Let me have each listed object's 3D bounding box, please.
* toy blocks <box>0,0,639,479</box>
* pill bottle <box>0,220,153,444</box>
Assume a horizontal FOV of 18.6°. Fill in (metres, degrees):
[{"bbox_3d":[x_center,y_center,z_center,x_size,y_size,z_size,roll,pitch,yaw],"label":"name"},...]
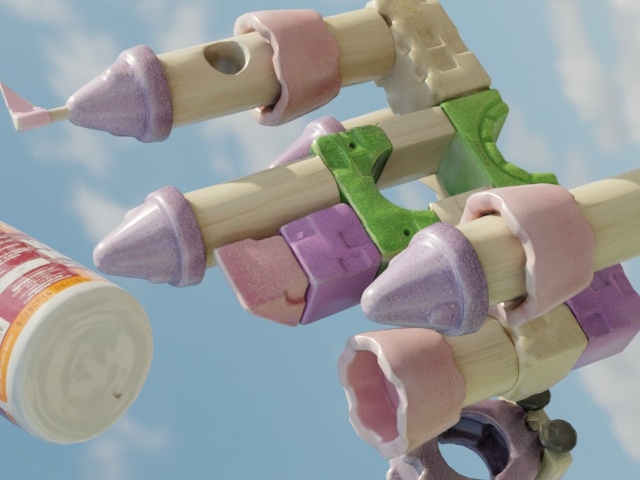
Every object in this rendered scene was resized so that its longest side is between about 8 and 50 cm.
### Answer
[{"bbox_3d":[0.000,0.000,1.050,0.288,0.260,0.309,59,153,25],"label":"toy blocks"},{"bbox_3d":[-0.232,0.054,1.419,0.121,0.221,0.121,-22,-56,-37],"label":"pill bottle"}]
